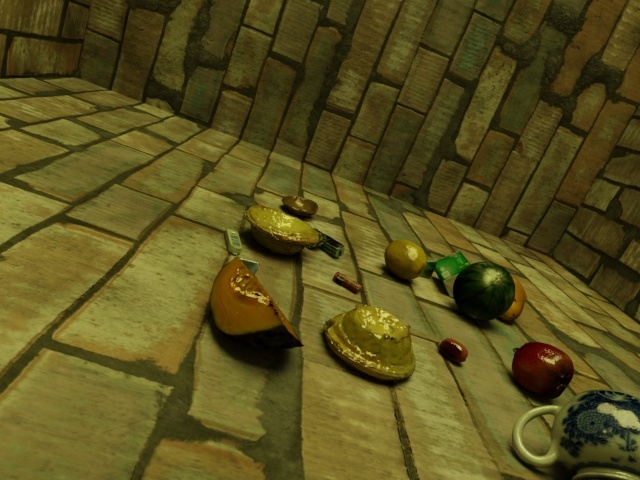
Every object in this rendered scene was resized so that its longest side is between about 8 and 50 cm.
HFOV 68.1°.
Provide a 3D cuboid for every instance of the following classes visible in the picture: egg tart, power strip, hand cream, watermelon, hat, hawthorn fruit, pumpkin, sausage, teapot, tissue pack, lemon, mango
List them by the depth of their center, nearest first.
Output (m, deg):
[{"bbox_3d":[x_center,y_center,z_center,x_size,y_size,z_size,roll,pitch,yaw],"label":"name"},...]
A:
[{"bbox_3d":[0.668,0.501,1.092,0.425,0.252,0.279,8,51,20],"label":"teapot"},{"bbox_3d":[-0.166,0.198,1.179,0.312,0.148,0.169,50,-9,48],"label":"pumpkin"},{"bbox_3d":[0.146,0.266,1.315,0.291,0.115,0.290,19,17,-6],"label":"egg tart"},{"bbox_3d":[-0.231,0.101,1.442,0.088,0.055,0.256,12,17,-8],"label":"hand cream"},{"bbox_3d":[0.421,0.346,1.495,0.094,0.059,0.054,33,2,39],"label":"sausage"},{"bbox_3d":[0.693,0.400,1.503,0.169,0.168,0.188,13,16,-26],"label":"hawthorn fruit"},{"bbox_3d":[-0.309,0.001,1.675,0.048,0.030,0.191,16,19,-23],"label":"power strip"},{"bbox_3d":[-0.155,-0.029,1.805,0.315,0.120,0.315,21,16,-6],"label":"egg tart"},{"bbox_3d":[0.650,0.202,1.892,0.243,0.242,0.242,20,18,-7],"label":"watermelon"},{"bbox_3d":[-0.028,-0.019,1.963,0.121,0.050,0.121,-1,36,1],"label":"hat"},{"bbox_3d":[0.360,0.080,2.030,0.170,0.169,0.207,8,21,-38],"label":"lemon"},{"bbox_3d":[0.804,0.247,2.106,0.191,0.159,0.290,28,27,-3],"label":"mango"},{"bbox_3d":[0.618,0.170,2.130,0.156,0.148,0.209,60,8,-17],"label":"tissue pack"},{"bbox_3d":[0.431,0.089,2.246,0.154,0.094,0.241,8,19,-10],"label":"watermelon"}]

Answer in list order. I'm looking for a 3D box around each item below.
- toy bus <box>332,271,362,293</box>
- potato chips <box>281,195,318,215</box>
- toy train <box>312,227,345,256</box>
[{"bbox_3d":[0.095,0.153,1.714,0.110,0.031,0.043,30,26,22],"label":"toy bus"},{"bbox_3d":[-0.102,-0.162,2.347,0.196,0.061,0.208,2,27,-35],"label":"potato chips"},{"bbox_3d":[0.000,-0.001,2.026,0.055,0.048,0.252,-20,36,-35],"label":"toy train"}]
